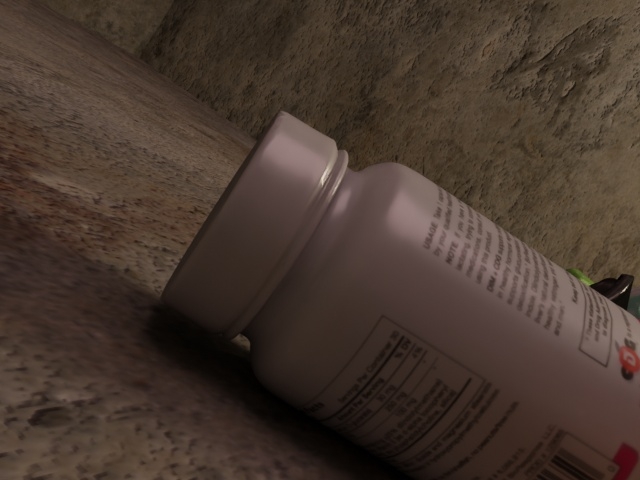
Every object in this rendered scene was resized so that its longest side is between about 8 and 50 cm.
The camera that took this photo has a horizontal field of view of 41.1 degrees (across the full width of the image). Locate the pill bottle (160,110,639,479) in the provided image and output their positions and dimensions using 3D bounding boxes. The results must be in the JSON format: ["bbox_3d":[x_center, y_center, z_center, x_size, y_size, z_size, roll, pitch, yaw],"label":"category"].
[{"bbox_3d":[0.058,0.053,0.524,0.283,0.160,0.160,33,6,-9],"label":"pill bottle"}]

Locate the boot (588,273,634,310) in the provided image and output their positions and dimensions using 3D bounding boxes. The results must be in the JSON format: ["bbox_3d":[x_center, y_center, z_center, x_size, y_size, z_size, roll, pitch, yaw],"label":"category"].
[{"bbox_3d":[0.141,0.056,0.767,0.229,0.091,0.263,20,23,32],"label":"boot"}]

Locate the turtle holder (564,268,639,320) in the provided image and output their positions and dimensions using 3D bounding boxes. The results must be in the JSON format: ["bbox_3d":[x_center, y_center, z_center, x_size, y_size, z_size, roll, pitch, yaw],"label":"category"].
[{"bbox_3d":[0.370,0.164,0.957,0.243,0.227,0.320,33,7,-5],"label":"turtle holder"}]
